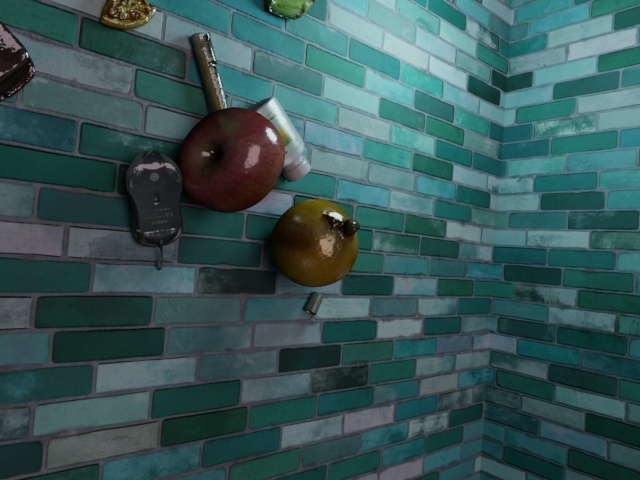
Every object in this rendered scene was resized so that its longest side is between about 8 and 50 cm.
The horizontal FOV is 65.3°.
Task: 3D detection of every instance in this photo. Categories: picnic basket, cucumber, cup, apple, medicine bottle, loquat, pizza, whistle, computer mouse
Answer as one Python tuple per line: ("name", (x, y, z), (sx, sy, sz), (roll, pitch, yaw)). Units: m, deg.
("picnic basket", (-0.852, -0.431, 1.202), (0.222, 0.129, 0.296), (53, 59, -27))
("cucumber", (-0.113, -0.891, 1.847), (0.193, 0.115, 0.085), (-12, 56, -35))
("cup", (-0.019, 0.255, 1.988), (0.075, 0.055, 0.083), (41, 64, -33))
("apple", (-0.274, -0.253, 1.598), (0.269, 0.345, 0.344), (9, 85, -66))
("medicine bottle", (-0.153, -0.359, 1.814), (0.161, 0.111, 0.296), (-48, 121, -29))
("loquat", (0.000, 0.000, 1.810), (0.329, 0.360, 0.328), (25, 52, -37))
("pizza", (-0.580, -0.694, 1.477), (0.175, 0.046, 0.134), (-42, 117, -31))
("whistle", (-0.361, -0.523, 1.665), (0.068, 0.057, 0.326), (-11, 102, 1))
("computer mouse", (-0.512, -0.090, 1.539), (0.167, 0.090, 0.378), (-6, 110, -28))
